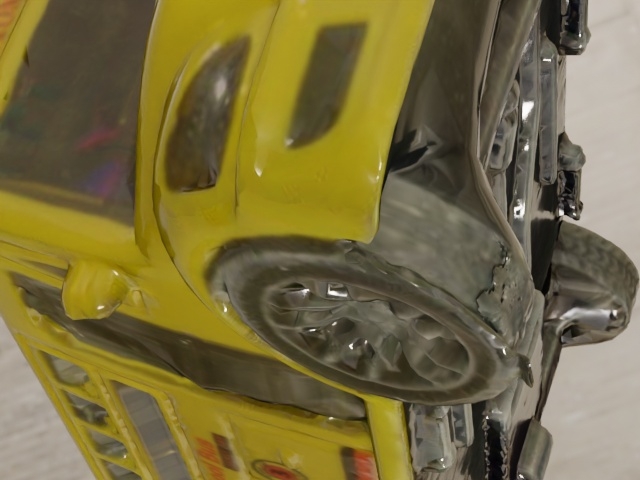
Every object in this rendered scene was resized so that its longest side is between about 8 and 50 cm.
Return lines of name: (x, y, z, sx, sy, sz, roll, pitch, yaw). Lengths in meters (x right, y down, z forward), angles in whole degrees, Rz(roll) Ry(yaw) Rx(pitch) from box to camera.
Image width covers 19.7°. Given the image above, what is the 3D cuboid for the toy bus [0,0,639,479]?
toy bus: (0.000, 0.000, 0.472, 0.330, 0.152, 0.144, 78, 29, -61)
